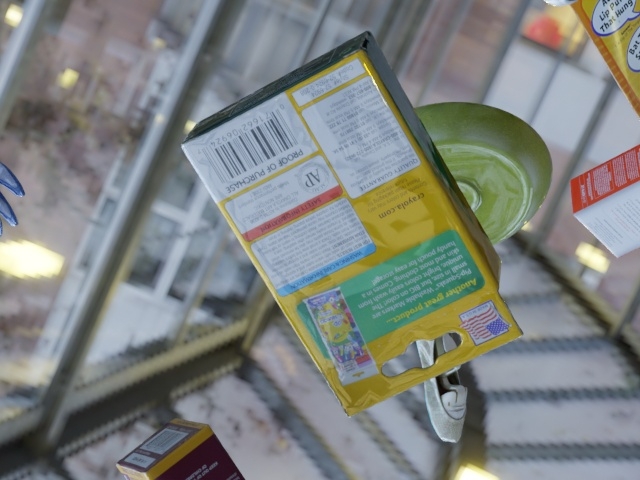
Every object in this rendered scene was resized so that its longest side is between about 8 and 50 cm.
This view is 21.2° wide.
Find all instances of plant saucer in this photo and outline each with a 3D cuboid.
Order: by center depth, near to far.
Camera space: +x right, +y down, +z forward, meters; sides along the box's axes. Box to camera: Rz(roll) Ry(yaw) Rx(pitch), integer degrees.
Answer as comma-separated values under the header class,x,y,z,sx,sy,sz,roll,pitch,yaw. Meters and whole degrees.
class,x,y,z,sx,sy,sz,roll,pitch,yaw
plant saucer,0.145,-0.057,1.936,0.241,0.241,0.037,20,-137,-22

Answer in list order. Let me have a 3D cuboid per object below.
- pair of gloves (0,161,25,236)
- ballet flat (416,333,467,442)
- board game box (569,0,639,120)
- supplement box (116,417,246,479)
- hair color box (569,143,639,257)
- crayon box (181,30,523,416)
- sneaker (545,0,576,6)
class,x,y,z,sx,sy,sz,roll,pitch,yaw
pair of gloves,-0.434,-0.037,1.922,0.023,0.198,0.159,44,160,49
ballet flat,0.162,0.182,2.224,0.057,0.168,0.052,-15,180,-43
board game box,0.567,-0.232,1.859,0.356,0.356,0.356,8,-135,-38
supplement box,-0.105,0.273,1.666,0.188,0.081,0.104,57,160,-11
hair color box,0.284,-0.047,1.412,0.072,0.141,0.043,40,-144,-35
crayon box,0.036,-0.013,1.664,0.323,0.203,0.083,59,-164,-14
sneaker,0.296,-0.330,1.464,0.147,0.296,0.104,3,152,47
